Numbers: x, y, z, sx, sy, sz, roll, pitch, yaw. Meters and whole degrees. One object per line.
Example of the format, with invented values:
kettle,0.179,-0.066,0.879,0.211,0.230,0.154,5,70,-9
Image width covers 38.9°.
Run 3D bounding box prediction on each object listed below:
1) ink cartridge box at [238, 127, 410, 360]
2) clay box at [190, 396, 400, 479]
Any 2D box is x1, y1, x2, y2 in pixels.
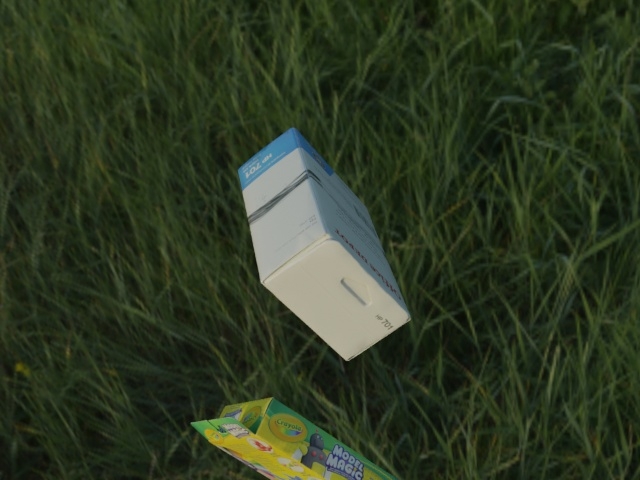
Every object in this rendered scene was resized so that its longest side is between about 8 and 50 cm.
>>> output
ink cartridge box,0.000,0.000,0.881,0.082,0.139,0.191,-34,35,14
clay box,-0.031,0.246,1.046,0.127,0.222,0.053,-24,33,56
